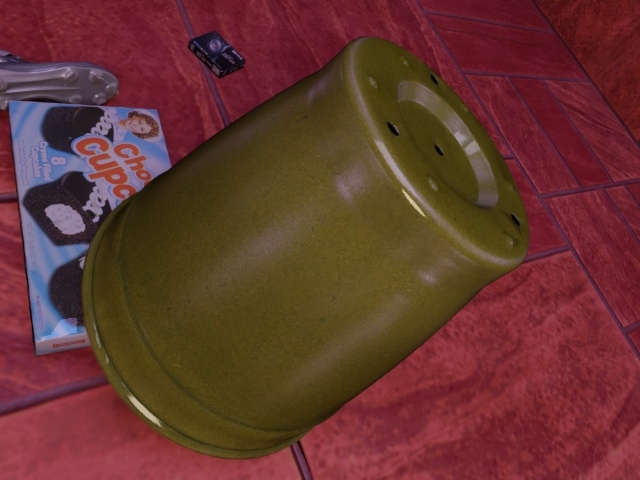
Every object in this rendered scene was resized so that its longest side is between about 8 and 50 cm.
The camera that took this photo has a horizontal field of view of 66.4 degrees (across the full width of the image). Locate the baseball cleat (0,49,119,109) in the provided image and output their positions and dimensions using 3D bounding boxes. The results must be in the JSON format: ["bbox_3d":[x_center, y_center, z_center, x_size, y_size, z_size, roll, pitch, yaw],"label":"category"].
[{"bbox_3d":[-0.393,-0.232,0.677,0.205,0.072,0.109,-19,57,-46],"label":"baseball cleat"}]

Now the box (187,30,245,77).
[{"bbox_3d":[-0.189,-0.341,0.895,0.083,0.018,0.067,45,50,3],"label":"box"}]

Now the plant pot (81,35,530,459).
[{"bbox_3d":[0.000,0.000,0.517,0.366,0.353,0.367,27,45,-31],"label":"plant pot"}]

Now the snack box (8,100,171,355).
[{"bbox_3d":[-0.275,-0.032,0.624,0.187,0.060,0.322,-6,64,-33],"label":"snack box"}]
